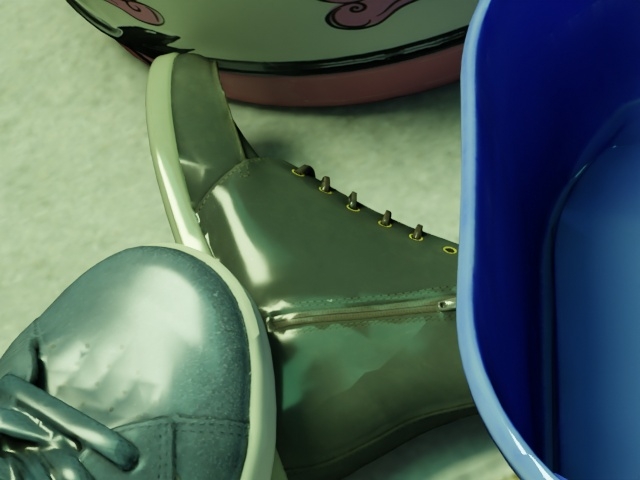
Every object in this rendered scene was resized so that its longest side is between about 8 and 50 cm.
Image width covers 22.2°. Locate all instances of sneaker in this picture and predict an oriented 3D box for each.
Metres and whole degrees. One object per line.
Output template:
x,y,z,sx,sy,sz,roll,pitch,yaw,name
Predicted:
0.000,0.000,0.700,0.118,0.083,0.222,-17,59,-3,sneaker
-0.140,0.135,0.546,0.131,0.148,0.350,20,71,31,sneaker

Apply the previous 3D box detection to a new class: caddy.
0.174,-0.009,0.579,0.241,0.179,0.341,-7,51,13,caddy

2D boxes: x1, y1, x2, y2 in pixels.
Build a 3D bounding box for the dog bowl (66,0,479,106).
0.014,-0.238,0.834,0.408,0.150,0.408,-8,51,10,dog bowl
